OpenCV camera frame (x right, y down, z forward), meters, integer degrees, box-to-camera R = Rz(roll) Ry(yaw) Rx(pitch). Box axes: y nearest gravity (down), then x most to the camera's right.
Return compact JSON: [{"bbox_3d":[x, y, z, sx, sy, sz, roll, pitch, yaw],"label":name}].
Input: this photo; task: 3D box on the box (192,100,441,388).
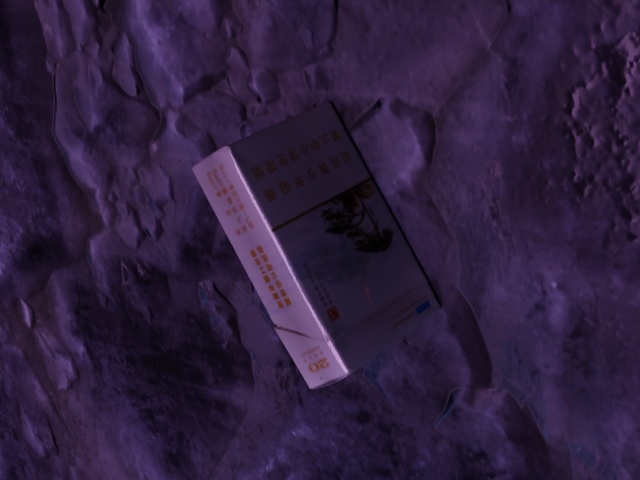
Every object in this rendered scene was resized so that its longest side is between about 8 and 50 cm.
[{"bbox_3d":[0.001,0.001,0.983,0.067,0.149,0.233,-27,92,50],"label":"box"}]
